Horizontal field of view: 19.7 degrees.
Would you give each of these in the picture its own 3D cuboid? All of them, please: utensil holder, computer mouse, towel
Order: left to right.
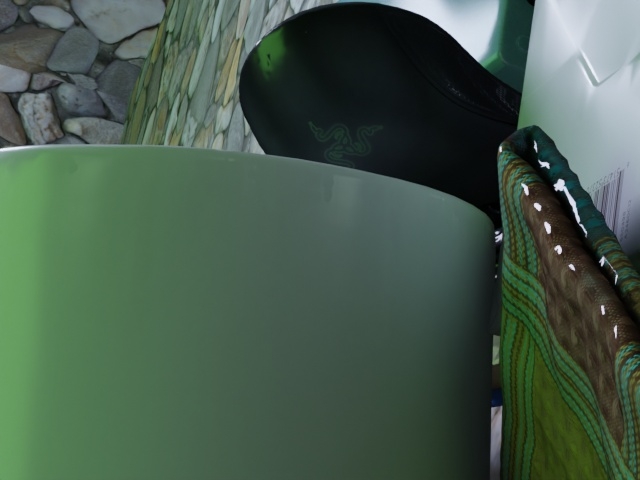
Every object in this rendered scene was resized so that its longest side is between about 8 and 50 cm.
[{"bbox_3d":[-0.070,0.170,0.934,0.327,0.328,0.385,154,123,-73],"label":"utensil holder"},{"bbox_3d":[0.074,-0.045,1.033,0.188,0.272,0.072,-39,45,32],"label":"computer mouse"},{"bbox_3d":[0.119,0.173,0.772,0.271,0.040,0.370,-113,15,-57],"label":"towel"}]

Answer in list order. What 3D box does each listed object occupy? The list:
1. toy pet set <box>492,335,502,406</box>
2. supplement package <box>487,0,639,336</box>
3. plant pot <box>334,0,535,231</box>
[{"bbox_3d":[0.145,0.077,1.160,0.114,0.065,0.122,-14,59,35],"label":"toy pet set"},{"bbox_3d":[0.200,-0.060,0.830,0.262,0.145,0.204,139,143,-69],"label":"supplement package"},{"bbox_3d":[0.113,-0.107,1.243,0.234,0.166,0.165,-36,41,58],"label":"plant pot"}]
